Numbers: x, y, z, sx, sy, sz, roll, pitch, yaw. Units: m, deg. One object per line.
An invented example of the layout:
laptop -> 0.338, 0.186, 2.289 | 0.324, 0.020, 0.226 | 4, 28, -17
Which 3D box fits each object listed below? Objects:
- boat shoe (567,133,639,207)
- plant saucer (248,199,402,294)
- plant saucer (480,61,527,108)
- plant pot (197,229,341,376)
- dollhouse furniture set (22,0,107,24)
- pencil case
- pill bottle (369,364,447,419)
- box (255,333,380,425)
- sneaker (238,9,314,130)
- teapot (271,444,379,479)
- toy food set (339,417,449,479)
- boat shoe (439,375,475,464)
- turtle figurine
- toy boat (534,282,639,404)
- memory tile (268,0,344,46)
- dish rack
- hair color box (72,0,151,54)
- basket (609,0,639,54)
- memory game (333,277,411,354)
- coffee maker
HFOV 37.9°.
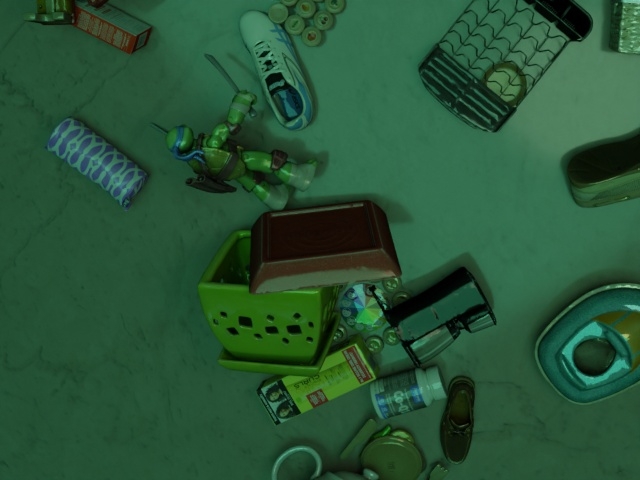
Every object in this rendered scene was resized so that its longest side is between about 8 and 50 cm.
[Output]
boat shoe -> 0.591, -0.130, 1.643 | 0.302, 0.109, 0.098 | -16, 139, 11
plant saucer -> 0.000, 0.000, 1.646 | 0.258, 0.259, 0.048 | -7, 117, 0
plant saucer -> 0.331, -0.280, 1.683 | 0.083, 0.015, 0.084 | 2, 101, 8
plant pot -> -0.078, 0.120, 1.710 | 0.228, 0.227, 0.207 | 3, 118, 13
dollhouse furniture set -> -0.413, -0.575, 1.653 | 0.201, 0.152, 0.374 | 1, 100, 8
pencil case -> -0.428, -0.149, 1.791 | 0.206, 0.086, 0.088 | 40, 132, 0
pill bottle -> 0.170, 0.290, 1.795 | 0.137, 0.078, 0.078 | -19, 99, 12
box -> -0.005, 0.274, 1.821 | 0.232, 0.058, 0.087 | -27, 97, 16
sneaker -> -0.080, -0.312, 1.701 | 0.085, 0.086, 0.237 | -25, 96, 14
teapot -> 0.052, 0.527, 1.805 | 0.256, 0.252, 0.187 | 34, 75, -28
toy food set -> 0.145, 0.435, 1.856 | 0.192, 0.038, 0.132 | 36, 112, -6
boat shoe -> 0.265, 0.355, 1.804 | 0.064, 0.060, 0.178 | 6, 103, 7
turtle figurine -> -0.149, -0.184, 1.700 | 0.266, 0.275, 0.198 | 28, 107, -24
toy boat -> 0.563, 0.233, 1.678 | 0.267, 0.148, 0.318 | -42, 86, 15
memory tile -> -0.015, -0.434, 1.684 | 0.113, 0.012, 0.148 | 35, 91, -2
dish rack -> 0.312, -0.335, 1.629 | 0.208, 0.074, 0.271 | 39, 94, 1
hair color box -> -0.394, -0.402, 1.731 | 0.141, 0.072, 0.043 | 28, 121, 2
basket -> 0.579, -0.367, 1.581 | 0.167, 0.113, 0.103 | 7, 107, 7
memory game -> 0.087, 0.134, 1.808 | 0.186, 0.012, 0.186 | 2, 102, 8
coffee maker -> 0.213, 0.124, 1.721 | 0.178, 0.120, 0.171 | -32, 117, 3
